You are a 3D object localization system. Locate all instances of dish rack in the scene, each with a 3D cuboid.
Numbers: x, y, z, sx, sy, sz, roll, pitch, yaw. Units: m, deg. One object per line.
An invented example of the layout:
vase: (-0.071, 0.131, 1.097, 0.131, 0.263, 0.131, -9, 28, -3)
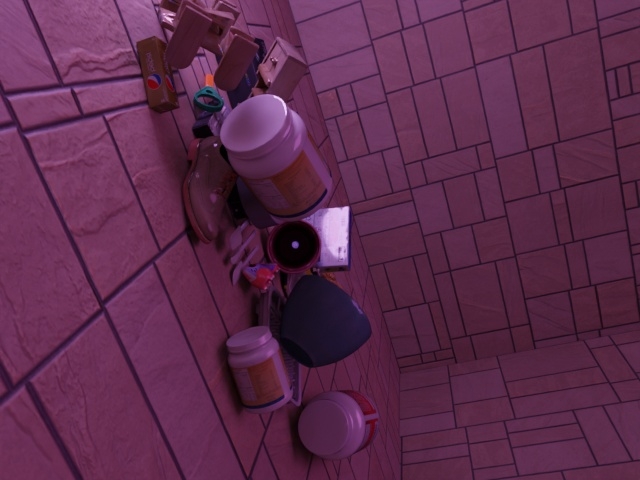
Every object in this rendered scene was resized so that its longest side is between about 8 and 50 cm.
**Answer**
dish rack: (-0.140, 0.344, 1.742, 0.286, 0.072, 0.333, 62, 19, -49)

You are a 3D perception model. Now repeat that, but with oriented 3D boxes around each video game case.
video game case: (0.000, 0.000, 2.180, 0.061, 0.244, 0.270, 65, 25, -58)

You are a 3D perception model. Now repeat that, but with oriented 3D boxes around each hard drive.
hard drive: (-0.291, -0.270, 1.767, 0.237, 0.064, 0.339, -84, 155, -56)

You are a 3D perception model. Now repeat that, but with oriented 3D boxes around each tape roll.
tape roll: (-0.190, -0.149, 1.752, 0.219, 0.072, 0.220, -15, 90, -77)

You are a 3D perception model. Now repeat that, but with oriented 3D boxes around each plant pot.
plant pot: (-0.098, 0.021, 2.027, 0.180, 0.201, 0.202, 173, -97, -88)
plant pot: (-0.014, 0.278, 1.689, 0.195, 0.290, 0.290, -46, 131, -29)

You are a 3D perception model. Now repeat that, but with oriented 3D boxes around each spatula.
spatula: (-0.233, 0.011, 1.681, 0.242, 0.019, 0.168, -62, 152, -61)

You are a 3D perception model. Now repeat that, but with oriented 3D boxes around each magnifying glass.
magnifying glass: (-0.353, -0.468, 1.714, 0.231, 0.092, 0.026, -101, -152, -47)

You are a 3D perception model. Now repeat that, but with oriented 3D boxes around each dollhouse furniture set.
dollhouse furniture set: (-0.277, -0.499, 1.523, 0.393, 0.257, 0.362, 20, 29, -33)

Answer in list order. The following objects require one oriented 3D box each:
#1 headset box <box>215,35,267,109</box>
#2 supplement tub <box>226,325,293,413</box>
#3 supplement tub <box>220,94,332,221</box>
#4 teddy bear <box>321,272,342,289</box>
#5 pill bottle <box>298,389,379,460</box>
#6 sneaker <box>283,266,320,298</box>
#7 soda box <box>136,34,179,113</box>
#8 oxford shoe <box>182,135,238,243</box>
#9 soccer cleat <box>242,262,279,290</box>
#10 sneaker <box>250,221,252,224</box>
headset box: (-0.274, -0.631, 2.053, 0.283, 0.131, 0.247, -60, 135, -71)
supplement tub: (-0.167, 0.348, 1.467, 0.144, 0.144, 0.200, -53, 128, -73)
supplement tub: (-0.117, -0.224, 1.506, 0.316, 0.228, 0.229, 55, 25, -51)
teddy bear: (0.067, 0.287, 2.567, 0.338, 0.113, 0.245, -70, 141, -67)
pill bottle: (0.065, 0.652, 1.932, 0.407, 0.228, 0.229, 41, 37, -68)
sneaker: (-0.023, 0.261, 2.145, 0.145, 0.147, 0.385, -91, 163, -49)
soda box: (-0.421, -0.429, 1.404, 0.061, 0.058, 0.182, 8, 68, -77)
oxford shoe: (-0.293, -0.156, 1.491, 0.123, 0.130, 0.349, 53, 26, -59)
soccer cleat: (-0.193, 0.101, 1.758, 0.095, 0.083, 0.248, 34, 5, -3)
sneaker: (-0.198, -0.117, 1.936, 0.192, 0.086, 0.064, -79, 152, -61)
